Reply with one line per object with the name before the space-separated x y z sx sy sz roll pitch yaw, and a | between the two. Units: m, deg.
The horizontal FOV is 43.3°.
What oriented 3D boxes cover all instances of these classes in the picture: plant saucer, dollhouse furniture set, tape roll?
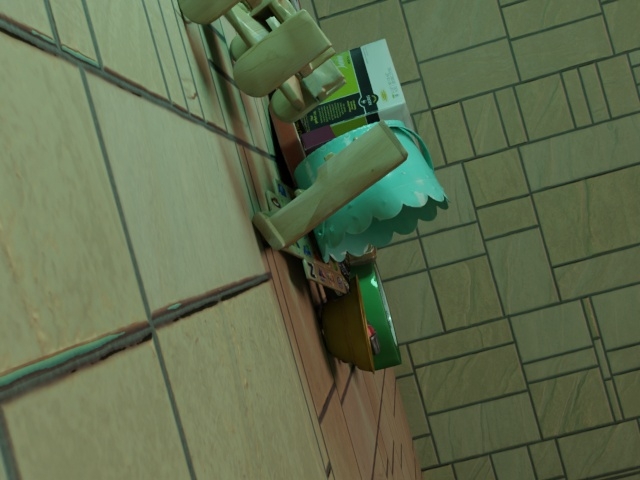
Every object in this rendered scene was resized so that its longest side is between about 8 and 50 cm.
plant saucer | -0.053 -0.180 1.808 0.259 0.048 0.258 -107 178 -52
dollhouse furniture set | -0.076 -0.217 1.319 0.394 0.256 0.362 53 5 1
tape roll | 0.136 0.177 2.117 0.321 0.077 0.321 -15 90 -83

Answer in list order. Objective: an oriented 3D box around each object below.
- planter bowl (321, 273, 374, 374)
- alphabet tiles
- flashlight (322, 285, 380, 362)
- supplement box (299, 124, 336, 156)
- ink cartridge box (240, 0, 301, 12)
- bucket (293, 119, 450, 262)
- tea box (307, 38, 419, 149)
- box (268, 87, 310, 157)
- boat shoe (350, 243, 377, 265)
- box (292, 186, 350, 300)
planter bowl | 0.053 0.184 1.714 0.217 0.090 0.217 -10 90 -86
alphabet tiles | -0.029 -0.009 1.533 0.237 0.009 0.198 27 44 -59
flashlight | 0.052 0.126 1.858 0.103 0.103 0.304 0 -72 70
supplement box | 0.021 -0.171 1.959 0.104 0.081 0.188 -108 178 -62
ink cartridge box | -0.134 -0.589 1.799 0.309 0.130 0.272 58 17 -68
bucket | 0.093 -0.095 1.549 0.183 0.281 0.281 65 4 10
tea box | 0.085 -0.365 2.327 0.329 0.323 0.220 -98 170 -45
box | -0.086 -0.370 2.028 0.216 0.060 0.270 66 10 -58
boat shoe | 0.051 -0.053 2.057 0.324 0.123 0.116 -125 -158 -50
box | 0.000 0.000 1.673 0.190 0.045 0.184 54 23 -29
